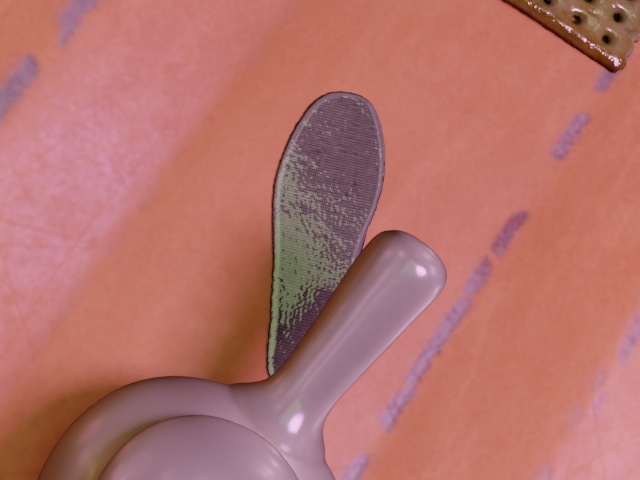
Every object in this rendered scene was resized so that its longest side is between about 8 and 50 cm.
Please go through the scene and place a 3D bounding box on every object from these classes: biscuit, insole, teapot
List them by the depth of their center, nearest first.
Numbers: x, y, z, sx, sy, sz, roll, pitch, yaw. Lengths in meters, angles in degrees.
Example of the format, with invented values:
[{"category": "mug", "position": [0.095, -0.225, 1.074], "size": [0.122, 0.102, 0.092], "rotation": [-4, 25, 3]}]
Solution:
[{"category": "teapot", "position": [-0.060, 0.134, 0.841], "size": [0.220, 0.149, 0.318], "rotation": [14, 76, -11]}, {"category": "insole", "position": [0.000, 0.000, 0.960], "size": [0.080, 0.003, 0.232], "rotation": [11, 75, -10]}, {"category": "biscuit", "position": [0.230, -0.260, 1.065], "size": [0.139, 0.016, 0.231], "rotation": [32, 73, -5]}]
